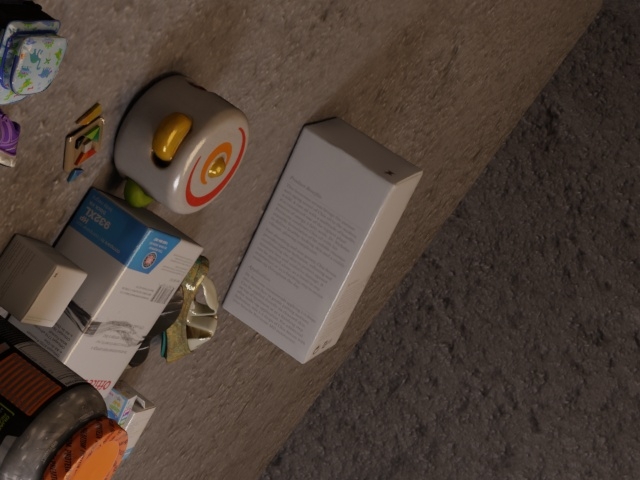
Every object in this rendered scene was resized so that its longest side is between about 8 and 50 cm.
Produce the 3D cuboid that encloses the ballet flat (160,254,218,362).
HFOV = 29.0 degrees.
[{"bbox_3d":[-0.246,0.133,2.310,0.123,0.123,0.348,-46,159,-29],"label":"ballet flat"}]

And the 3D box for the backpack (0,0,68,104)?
[{"bbox_3d":[-0.363,-0.216,1.467,0.105,0.084,0.114,-19,142,-59],"label":"backpack"}]

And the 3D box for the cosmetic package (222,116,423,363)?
[{"bbox_3d":[0.000,0.000,2.571,0.161,0.230,0.453,-25,145,-60],"label":"cosmetic package"}]

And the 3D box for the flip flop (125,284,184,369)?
[{"bbox_3d":[-0.327,0.139,2.196,0.112,0.080,0.277,4,144,-25],"label":"flip flop"}]

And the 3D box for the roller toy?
[{"bbox_3d":[-0.206,-0.145,1.901,0.191,0.146,0.209,-42,157,-39],"label":"roller toy"}]

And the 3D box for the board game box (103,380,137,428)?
[{"bbox_3d":[-0.394,0.264,2.117,0.026,0.154,0.103,-25,145,-58],"label":"board game box"}]

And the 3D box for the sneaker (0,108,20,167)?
[{"bbox_3d":[-0.420,-0.139,1.520,0.170,0.068,0.071,24,84,-81],"label":"sneaker"}]

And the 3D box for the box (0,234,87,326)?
[{"bbox_3d":[-0.417,0.060,1.807,0.102,0.087,0.101,-57,162,1],"label":"box"}]

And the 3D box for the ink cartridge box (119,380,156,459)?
[{"bbox_3d":[-0.390,0.341,2.367,0.143,0.092,0.090,-59,163,11],"label":"ink cartridge box"}]

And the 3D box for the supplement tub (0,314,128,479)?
[{"bbox_3d":[-0.430,0.231,1.694,0.193,0.316,0.193,-48,161,-23],"label":"supplement tub"}]

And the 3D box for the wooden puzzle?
[{"bbox_3d":[-0.339,-0.138,1.784,0.078,0.014,0.116,-43,158,-36],"label":"wooden puzzle"}]

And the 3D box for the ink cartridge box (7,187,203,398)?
[{"bbox_3d":[-0.352,0.093,1.967,0.307,0.129,0.223,-57,163,2],"label":"ink cartridge box"}]
